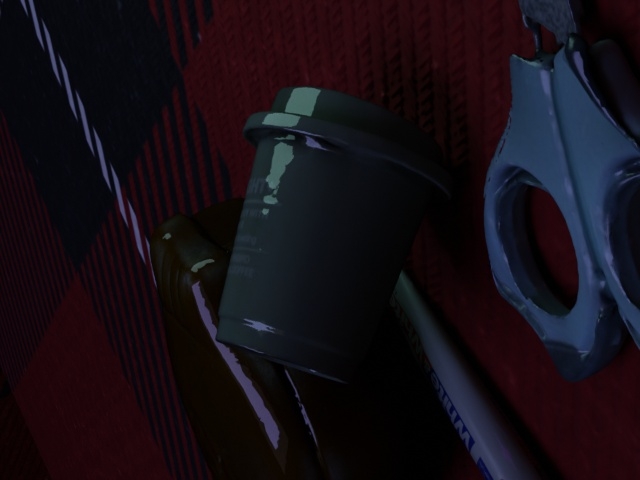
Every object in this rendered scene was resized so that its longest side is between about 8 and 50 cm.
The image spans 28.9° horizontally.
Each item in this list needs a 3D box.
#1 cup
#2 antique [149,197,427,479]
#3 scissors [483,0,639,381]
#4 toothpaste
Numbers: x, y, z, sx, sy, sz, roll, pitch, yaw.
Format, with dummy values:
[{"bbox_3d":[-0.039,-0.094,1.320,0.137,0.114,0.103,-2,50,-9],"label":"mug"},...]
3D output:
[{"bbox_3d":[0.000,0.000,0.668,0.120,0.120,0.141,-4,64,65],"label":"cup"},{"bbox_3d":[-0.018,0.104,0.819,0.223,0.129,0.278,30,140,65],"label":"antique"},{"bbox_3d":[0.098,-0.098,0.540,0.191,0.029,0.360,6,117,65],"label":"scissors"},{"bbox_3d":[0.090,0.101,0.738,0.218,0.033,0.052,58,158,29],"label":"toothpaste"}]
